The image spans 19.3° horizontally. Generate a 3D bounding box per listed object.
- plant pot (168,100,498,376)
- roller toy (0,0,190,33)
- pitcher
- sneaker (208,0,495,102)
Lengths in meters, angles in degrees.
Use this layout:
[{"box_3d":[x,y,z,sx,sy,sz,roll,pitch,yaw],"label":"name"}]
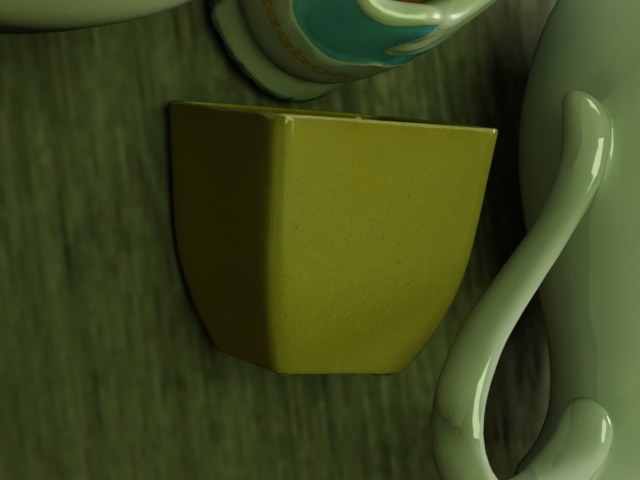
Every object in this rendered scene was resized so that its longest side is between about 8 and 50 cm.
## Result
[{"box_3d":[0.000,0.000,0.609,0.081,0.081,0.083,2,95,-29],"label":"plant pot"},{"box_3d":[-0.087,-0.151,0.527,0.191,0.146,0.209,-8,98,-20],"label":"roller toy"},{"box_3d":[0.110,-0.005,0.636,0.178,0.125,0.207,9,91,-49],"label":"pitcher"},{"box_3d":[0.063,-0.137,0.642,0.087,0.092,0.228,46,67,-18],"label":"sneaker"}]
